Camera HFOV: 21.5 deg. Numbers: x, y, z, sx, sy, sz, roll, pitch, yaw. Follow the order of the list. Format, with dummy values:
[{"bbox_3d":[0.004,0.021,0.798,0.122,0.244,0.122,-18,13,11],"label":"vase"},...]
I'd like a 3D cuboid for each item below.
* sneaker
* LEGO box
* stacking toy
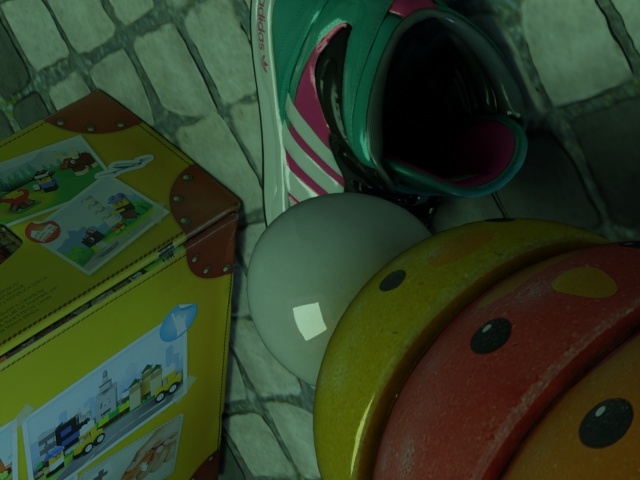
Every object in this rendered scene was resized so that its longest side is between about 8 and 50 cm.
[{"bbox_3d":[0.054,-0.041,1.079,0.178,0.124,0.295,30,138,50],"label":"sneaker"},{"bbox_3d":[-0.314,0.162,1.371,0.193,0.500,0.372,37,142,27],"label":"LEGO box"},{"bbox_3d":[0.106,0.104,0.853,0.480,0.351,0.350,33,141,45],"label":"stacking toy"}]
